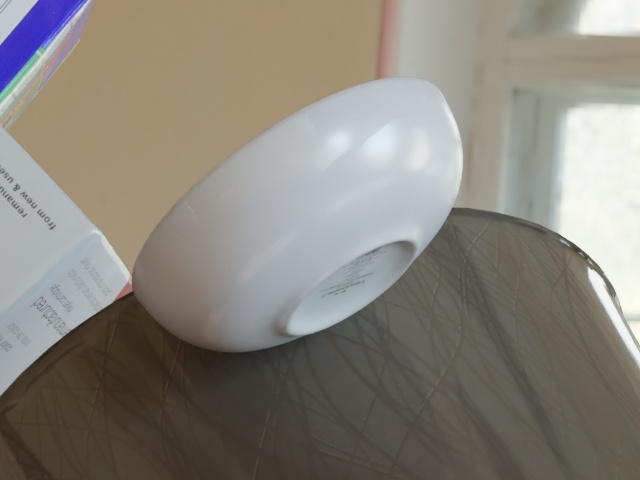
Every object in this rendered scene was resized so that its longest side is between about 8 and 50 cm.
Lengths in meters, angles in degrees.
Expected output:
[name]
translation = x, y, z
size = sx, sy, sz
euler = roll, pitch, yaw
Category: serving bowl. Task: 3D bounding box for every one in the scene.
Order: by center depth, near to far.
[serving bowl]
translation = 0.000, 0.000, 0.432
size = 0.083, 0.027, 0.083
euler = -31, -20, -12

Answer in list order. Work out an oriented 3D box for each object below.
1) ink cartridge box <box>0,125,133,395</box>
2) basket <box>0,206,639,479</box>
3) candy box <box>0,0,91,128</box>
[ink cartridge box]
translation = -0.151, 0.048, 0.661
size = 0.072, 0.175, 0.127
euler = 45, -7, 13
[basket]
translation = 0.036, 0.119, 0.453
size = 0.204, 0.154, 0.227
euler = -14, 38, -16
[candy box]
translation = -0.246, -0.055, 1.003
size = 0.122, 0.268, 0.317
euler = 40, -5, -9
